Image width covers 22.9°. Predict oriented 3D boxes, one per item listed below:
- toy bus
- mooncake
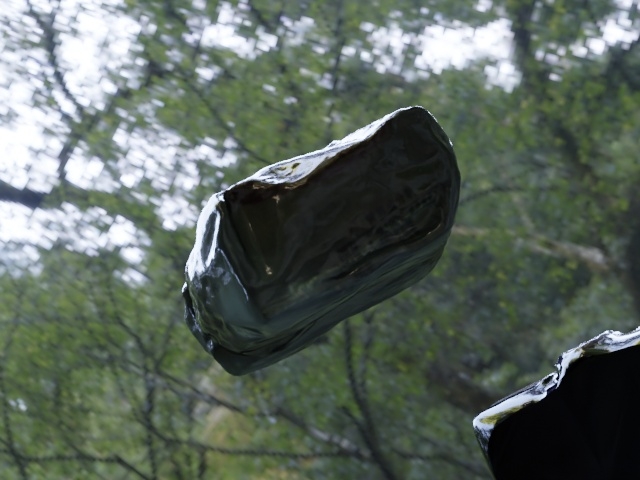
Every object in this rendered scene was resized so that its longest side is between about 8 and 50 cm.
[{"bbox_3d":[0.133,0.035,0.487,0.172,0.057,0.072,-32,-9,26],"label":"toy bus"},{"bbox_3d":[0.000,0.000,0.717,0.130,0.125,0.073,-26,-102,-17],"label":"mooncake"}]
